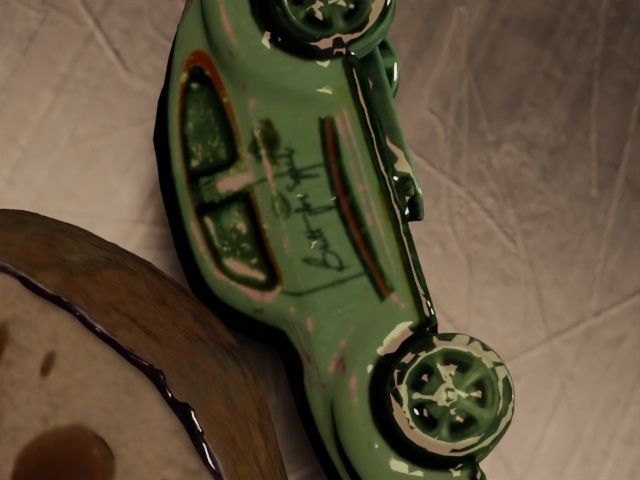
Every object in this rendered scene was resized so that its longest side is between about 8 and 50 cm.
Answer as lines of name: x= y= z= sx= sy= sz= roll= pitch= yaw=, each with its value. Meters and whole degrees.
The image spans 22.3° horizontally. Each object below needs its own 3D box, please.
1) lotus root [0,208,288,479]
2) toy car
lotus root: x=-0.117 y=0.118 z=0.638 sx=0.272 sy=0.192 sz=0.272 roll=2 pitch=101 yaw=8
toy car: x=0.000 y=0.000 z=0.716 sx=0.125 sy=0.136 sz=0.306 roll=-15 pitch=80 yaw=2
